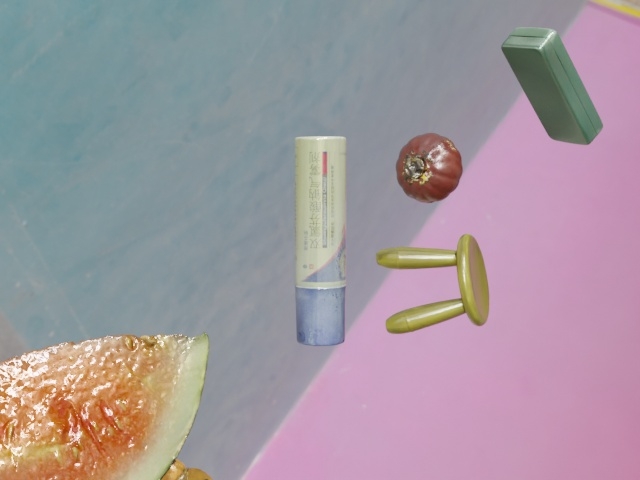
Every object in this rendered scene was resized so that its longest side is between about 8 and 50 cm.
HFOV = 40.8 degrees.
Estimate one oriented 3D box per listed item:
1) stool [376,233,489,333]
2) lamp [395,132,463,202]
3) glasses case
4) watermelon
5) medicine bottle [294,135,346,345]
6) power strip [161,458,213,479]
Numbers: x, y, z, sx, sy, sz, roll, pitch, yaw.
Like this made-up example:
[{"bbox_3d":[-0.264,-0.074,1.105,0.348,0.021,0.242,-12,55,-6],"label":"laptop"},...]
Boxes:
[{"bbox_3d":[0.138,0.053,1.035,0.134,0.111,0.135,-78,149,-45],"label":"stool"},{"bbox_3d":[0.154,-0.103,1.228,0.090,0.101,0.101,-1,120,-49],"label":"lamp"},{"bbox_3d":[0.322,-0.212,1.193,0.039,0.078,0.184,-49,124,-14],"label":"glasses case"},{"bbox_3d":[-0.178,0.129,0.542,0.245,0.063,0.119,-12,99,-21],"label":"watermelon"},{"bbox_3d":[0.000,0.000,0.963,0.059,0.059,0.230,-12,102,-64],"label":"medicine bottle"},{"bbox_3d":[-0.082,0.247,0.722,0.028,0.178,0.049,-34,-172,14],"label":"power strip"}]
